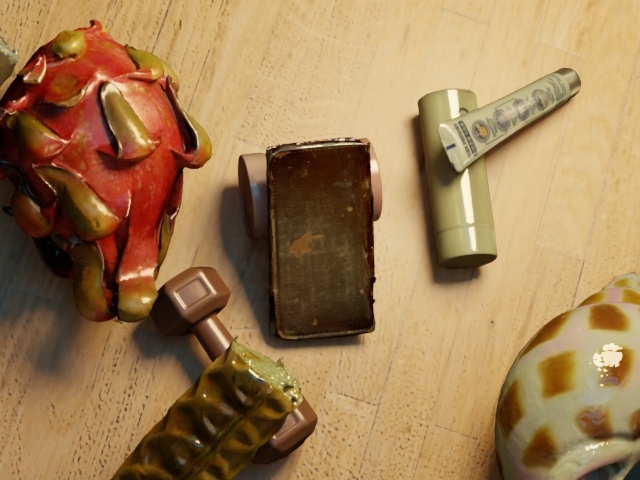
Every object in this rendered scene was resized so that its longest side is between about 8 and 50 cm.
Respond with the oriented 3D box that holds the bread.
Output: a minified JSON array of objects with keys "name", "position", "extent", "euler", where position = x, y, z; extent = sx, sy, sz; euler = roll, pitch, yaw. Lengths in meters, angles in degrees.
[{"name":"bread","position":[-0.133,0.226,1.726],"extent":[0.098,0.087,0.269],"euler":[32,105,-37]}]

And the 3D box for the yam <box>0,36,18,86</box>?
[{"name":"yam","position":[-0.489,-0.128,1.693],"extent":[0.241,0.241,0.348],"euler":[45,96,5]}]

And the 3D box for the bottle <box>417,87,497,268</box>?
[{"name":"bottle","position":[0.160,-0.072,1.912],"extent":[0.072,0.072,0.202],"euler":[-4,75,-10]}]

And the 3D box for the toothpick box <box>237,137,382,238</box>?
[{"name":"toothpick box","position":[-0.013,-0.059,1.866],"extent":[0.148,0.098,0.098],"euler":[-9,76,-11]}]

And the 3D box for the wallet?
[{"name":"wallet","position":[0.000,0.000,1.823],"extent":[0.121,0.031,0.232],"euler":[-5,111,-10]}]

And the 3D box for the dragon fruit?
[{"name":"dragon fruit","position":[-0.251,-0.079,1.778],"extent":[0.243,0.227,0.307],"euler":[21,85,-1]}]

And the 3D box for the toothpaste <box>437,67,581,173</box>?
[{"name":"toothpaste","position":[0.223,-0.148,1.917],"extent":[0.239,0.039,0.062],"euler":[-30,101,-39]}]

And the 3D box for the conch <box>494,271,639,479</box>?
[{"name":"conch","position":[0.312,0.190,1.804],"extent":[0.368,0.197,0.249],"euler":[-47,123,-22]}]

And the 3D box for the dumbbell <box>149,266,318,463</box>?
[{"name":"dumbbell","position":[-0.096,0.137,1.805],"extent":[0.092,0.082,0.231],"euler":[-33,82,-15]}]
